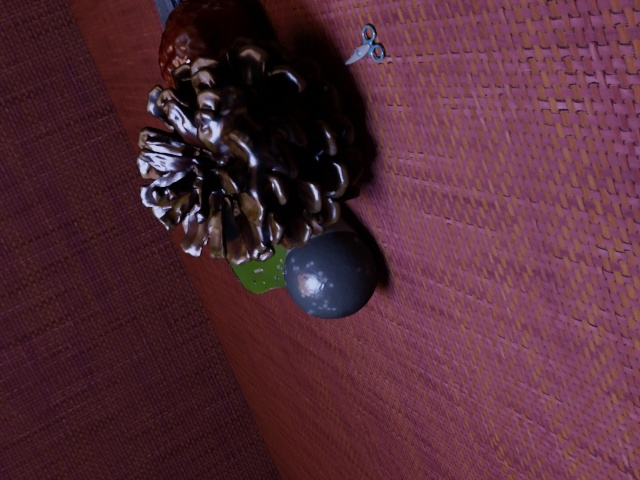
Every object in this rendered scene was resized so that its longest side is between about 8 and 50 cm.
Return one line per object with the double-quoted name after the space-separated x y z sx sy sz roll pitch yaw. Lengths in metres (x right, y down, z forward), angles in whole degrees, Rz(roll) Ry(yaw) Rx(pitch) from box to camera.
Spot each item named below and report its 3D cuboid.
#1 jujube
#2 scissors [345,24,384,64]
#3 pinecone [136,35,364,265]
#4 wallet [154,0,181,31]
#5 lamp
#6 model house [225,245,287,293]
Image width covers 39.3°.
-0.215 -0.374 1.747 0.212 0.213 0.232 62 166 3 "jujube"
0.064 -0.290 1.376 0.058 0.014 0.119 65 159 -3 "scissors"
-0.141 -0.137 1.552 0.397 0.398 0.397 53 160 29 "pinecone"
-0.373 -0.578 2.175 0.167 0.036 0.222 41 153 50 "wallet"
-0.014 0.010 1.759 0.313 0.182 0.182 56 162 20 "lamp"
-0.138 -0.035 2.192 0.207 0.154 0.293 -13 119 28 "model house"
